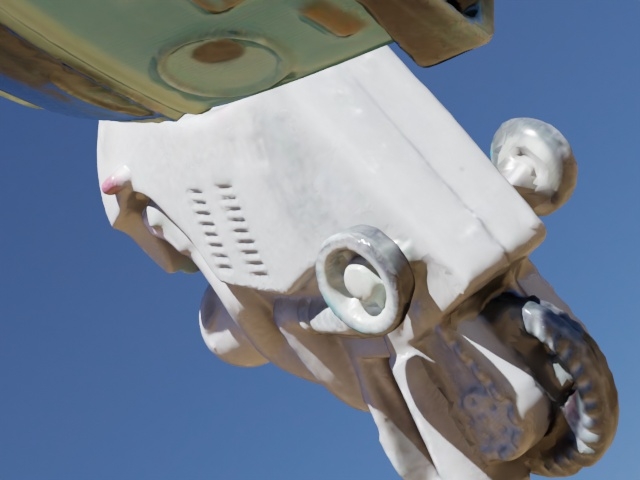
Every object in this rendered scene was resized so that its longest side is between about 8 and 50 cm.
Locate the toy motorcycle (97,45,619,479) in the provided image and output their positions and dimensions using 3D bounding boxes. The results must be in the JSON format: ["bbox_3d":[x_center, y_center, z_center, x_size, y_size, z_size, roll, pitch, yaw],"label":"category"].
[{"bbox_3d":[0.000,0.000,0.684,0.110,0.260,0.171,-34,-9,-39],"label":"toy motorcycle"}]

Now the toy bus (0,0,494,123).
[{"bbox_3d":[-0.049,-0.156,0.416,0.164,0.271,0.133,-20,-37,33],"label":"toy bus"}]
